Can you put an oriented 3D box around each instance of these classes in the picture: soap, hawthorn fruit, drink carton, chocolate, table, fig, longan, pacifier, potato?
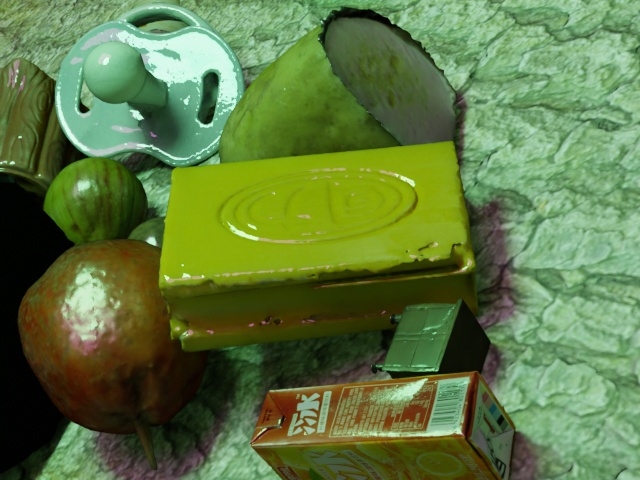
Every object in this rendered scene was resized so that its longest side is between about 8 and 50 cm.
[{"bbox_3d":[0.001,0.000,1.160,0.324,0.096,0.204,-6,44,3],"label":"soap"},{"bbox_3d":[-0.214,0.127,1.215,0.210,0.210,0.262,-35,52,3],"label":"hawthorn fruit"},{"bbox_3d":[0.056,0.180,1.007,0.222,0.096,0.071,-9,44,31],"label":"drink carton"},{"bbox_3d":[-0.520,0.123,1.344,0.331,0.384,0.384,-8,44,43],"label":"chocolate"},{"bbox_3d":[0.104,0.111,1.064,0.082,0.070,0.083,-4,48,36],"label":"table"},{"bbox_3d":[-0.294,-0.023,1.506,0.142,0.148,0.186,-28,73,-12],"label":"fig"},{"bbox_3d":[-0.198,0.020,1.395,0.113,0.092,0.113,-22,36,18],"label":"longan"},{"bbox_3d":[-0.262,-0.235,1.584,0.299,0.233,0.244,6,89,13],"label":"pacifier"},{"bbox_3d":[-0.005,-0.138,1.343,0.266,0.229,0.229,-29,34,37],"label":"potato"}]

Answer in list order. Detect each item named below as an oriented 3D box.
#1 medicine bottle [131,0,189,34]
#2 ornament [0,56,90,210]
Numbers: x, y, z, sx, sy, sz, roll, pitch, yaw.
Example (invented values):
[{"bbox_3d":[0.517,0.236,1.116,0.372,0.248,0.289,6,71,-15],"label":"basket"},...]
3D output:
[{"bbox_3d":[-0.267,-0.339,1.831,0.114,0.114,0.252,-26,36,15],"label":"medicine bottle"},{"bbox_3d":[-0.457,-0.121,1.694,0.218,0.221,0.235,-92,22,-44],"label":"ornament"}]
